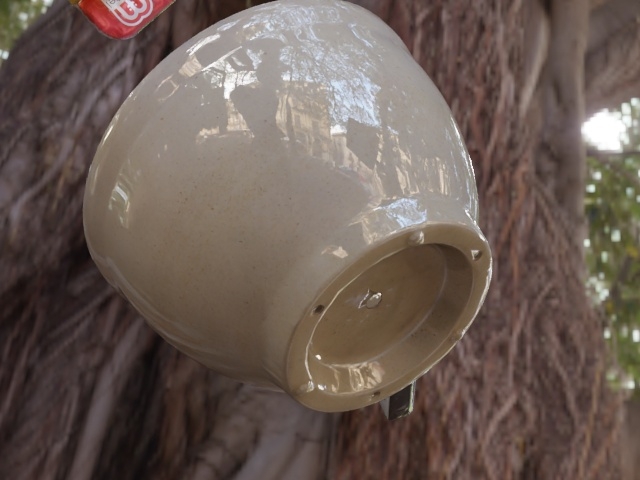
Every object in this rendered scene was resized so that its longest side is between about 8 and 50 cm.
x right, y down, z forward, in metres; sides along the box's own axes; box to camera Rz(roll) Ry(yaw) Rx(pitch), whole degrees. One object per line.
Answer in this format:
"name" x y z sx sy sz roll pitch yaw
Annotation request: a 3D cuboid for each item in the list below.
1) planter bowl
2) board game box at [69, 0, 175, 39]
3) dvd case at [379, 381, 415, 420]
"planter bowl" 0.000 0.000 0.539 0.162 0.109 0.162 -23 -40 -21
"board game box" -0.121 -0.212 0.522 0.259 0.124 0.039 50 -24 -12
"dvd case" 0.037 0.027 1.139 0.030 0.179 0.238 -20 -30 -11
